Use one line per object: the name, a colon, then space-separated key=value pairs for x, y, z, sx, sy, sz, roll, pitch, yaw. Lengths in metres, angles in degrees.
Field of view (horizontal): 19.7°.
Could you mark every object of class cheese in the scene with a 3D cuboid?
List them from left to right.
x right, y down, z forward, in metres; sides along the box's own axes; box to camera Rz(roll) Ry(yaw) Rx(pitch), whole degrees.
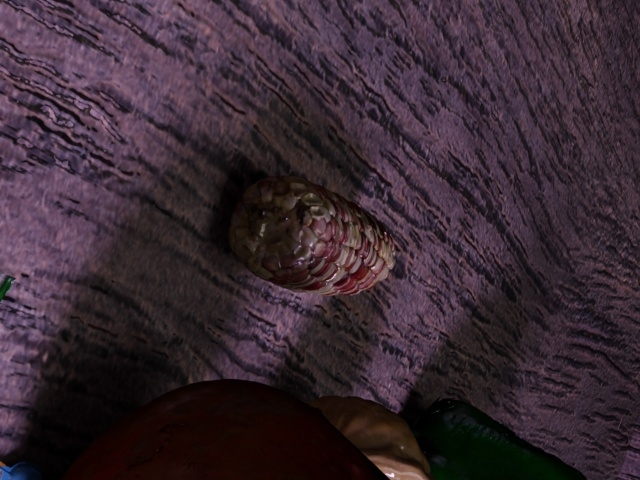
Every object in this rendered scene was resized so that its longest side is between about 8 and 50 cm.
cheese: x=-0.229 y=0.179 z=1.357 sx=0.111 sy=0.017 sz=0.047 roll=58 pitch=51 yaw=-63

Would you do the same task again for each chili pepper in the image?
chili pepper: x=0.189 y=0.330 z=2.169 sx=0.233 sy=0.256 sz=0.249 roll=83 pitch=30 yaw=-70

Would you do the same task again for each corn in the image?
corn: x=0.000 y=0.000 z=1.663 sx=0.290 sy=0.098 sz=0.098 roll=15 pitch=94 yaw=-72

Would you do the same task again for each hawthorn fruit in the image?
hawthorn fruit: x=-0.069 y=0.257 z=1.418 sx=0.316 sy=0.316 sz=0.316 roll=-49 pitch=149 yaw=-44

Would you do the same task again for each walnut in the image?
walnut: x=0.022 y=0.250 z=1.791 sx=0.213 sy=0.213 sz=0.213 roll=-49 pitch=149 yaw=-44

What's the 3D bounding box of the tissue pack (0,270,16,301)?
tissue pack: x=-0.293 y=0.065 z=0.963 sx=0.156 sy=0.148 sz=0.209 roll=44 pitch=59 yaw=-22
